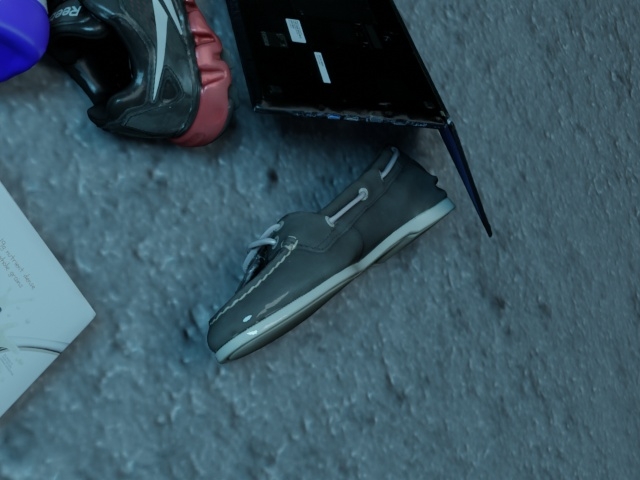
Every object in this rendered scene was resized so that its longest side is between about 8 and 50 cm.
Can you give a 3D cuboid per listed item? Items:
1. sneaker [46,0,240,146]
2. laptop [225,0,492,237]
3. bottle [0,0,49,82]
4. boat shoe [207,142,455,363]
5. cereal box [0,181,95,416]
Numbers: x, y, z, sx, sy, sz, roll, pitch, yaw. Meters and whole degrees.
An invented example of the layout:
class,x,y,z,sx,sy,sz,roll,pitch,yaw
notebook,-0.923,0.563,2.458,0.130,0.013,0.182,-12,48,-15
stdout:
class,x,y,z,sx,sy,sz,roll,pitch,yaw
sneaker,-0.160,-0.202,0.669,0.135,0.098,0.275,-16,90,-46
laptop,0.034,-0.136,0.817,0.265,0.136,0.234,2,45,-19
bottle,-0.256,-0.252,0.592,0.118,0.092,0.282,18,58,-62
boat shoe,0.000,0.000,0.760,0.095,0.112,0.335,52,41,6
cereal box,-0.262,0.061,0.508,0.240,0.047,0.173,-53,128,-38
